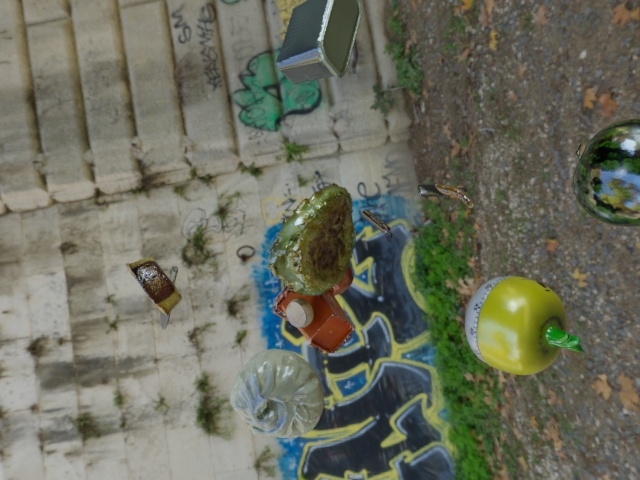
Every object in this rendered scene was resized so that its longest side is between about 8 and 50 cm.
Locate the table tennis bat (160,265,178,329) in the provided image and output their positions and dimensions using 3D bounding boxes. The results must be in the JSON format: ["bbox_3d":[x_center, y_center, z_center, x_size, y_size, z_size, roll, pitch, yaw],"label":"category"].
[{"bbox_3d":[-0.565,0.210,1.647,0.154,0.021,0.274,59,134,47],"label":"table tennis bat"}]

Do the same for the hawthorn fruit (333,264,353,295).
[{"bbox_3d":[0.025,0.141,1.693,0.157,0.193,0.157,61,167,25],"label":"hawthorn fruit"}]

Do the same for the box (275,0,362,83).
[{"bbox_3d":[-0.007,-0.580,1.244,0.138,0.178,0.274,34,-117,-47],"label":"box"}]

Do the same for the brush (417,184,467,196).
[{"bbox_3d":[0.465,-0.191,1.688,0.016,0.193,0.063,98,169,-54],"label":"brush"}]

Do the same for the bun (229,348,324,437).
[{"bbox_3d":[-0.167,0.582,1.654,0.211,0.359,0.360,1,-101,-84],"label":"bun"}]

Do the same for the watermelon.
[{"bbox_3d":[0.764,-0.159,1.097,0.269,0.268,0.269,-10,-90,-87],"label":"watermelon"}]

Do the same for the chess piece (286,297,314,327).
[{"bbox_3d":[-0.058,0.203,1.240,0.038,0.083,0.084,-18,-79,-48],"label":"chess piece"}]

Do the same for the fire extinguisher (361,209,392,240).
[{"bbox_3d":[0.192,-0.062,1.482,0.173,0.035,0.049,46,147,48],"label":"fire extinguisher"}]

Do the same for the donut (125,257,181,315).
[{"bbox_3d":[-0.445,0.117,1.200,0.184,0.073,0.166,28,150,52],"label":"donut"}]

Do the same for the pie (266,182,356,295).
[{"bbox_3d":[0.000,0.000,1.212,0.355,0.102,0.289,-48,-37,-32],"label":"pie"}]

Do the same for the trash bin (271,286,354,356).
[{"bbox_3d":[-0.024,0.229,1.356,0.161,0.184,0.239,38,-173,-38],"label":"trash bin"}]

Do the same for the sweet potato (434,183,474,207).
[{"bbox_3d":[0.455,-0.158,1.492,0.179,0.044,0.044,39,150,45],"label":"sweet potato"}]

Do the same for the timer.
[{"bbox_3d":[0.553,0.234,1.166,0.285,0.284,0.286,-10,-90,-87],"label":"timer"}]
